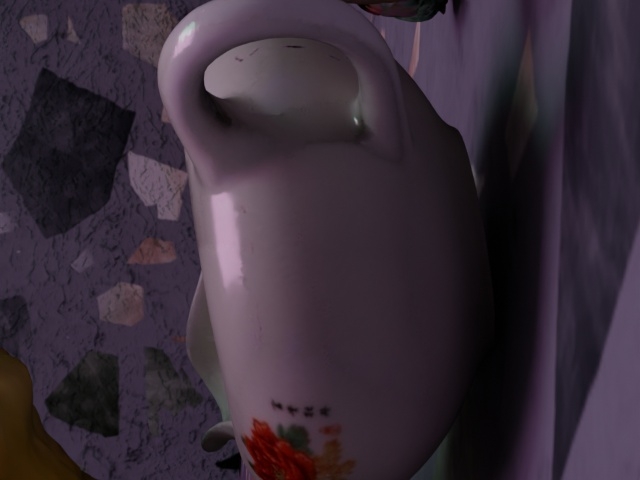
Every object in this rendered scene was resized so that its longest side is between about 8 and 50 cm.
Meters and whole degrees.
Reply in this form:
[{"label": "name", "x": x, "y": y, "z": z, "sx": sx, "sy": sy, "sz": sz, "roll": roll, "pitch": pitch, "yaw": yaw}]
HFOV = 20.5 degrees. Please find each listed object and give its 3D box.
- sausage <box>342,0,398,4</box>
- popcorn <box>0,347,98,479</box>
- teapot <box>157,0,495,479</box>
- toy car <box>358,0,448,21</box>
[{"label": "sausage", "x": 0.017, "y": -0.219, "z": 0.535, "sx": 0.093, "sy": 0.093, "sz": 0.312, "roll": 100, "pitch": 172, "yaw": -59}, {"label": "popcorn", "x": -0.147, "y": 0.237, "z": 0.626, "sx": 0.390, "sy": 0.354, "sz": 0.344, "roll": 43, "pitch": -151, "yaw": -32}, {"label": "teapot", "x": 0.000, "y": 0.000, "z": 0.503, "sx": 0.226, "sy": 0.092, "sz": 0.145, "roll": 85, "pitch": 174, "yaw": -57}, {"label": "toy car", "x": 0.023, "y": -0.139, "z": 0.648, "sx": 0.142, "sy": 0.055, "sz": 0.069, "roll": -94, "pitch": 11, "yaw": -50}]
